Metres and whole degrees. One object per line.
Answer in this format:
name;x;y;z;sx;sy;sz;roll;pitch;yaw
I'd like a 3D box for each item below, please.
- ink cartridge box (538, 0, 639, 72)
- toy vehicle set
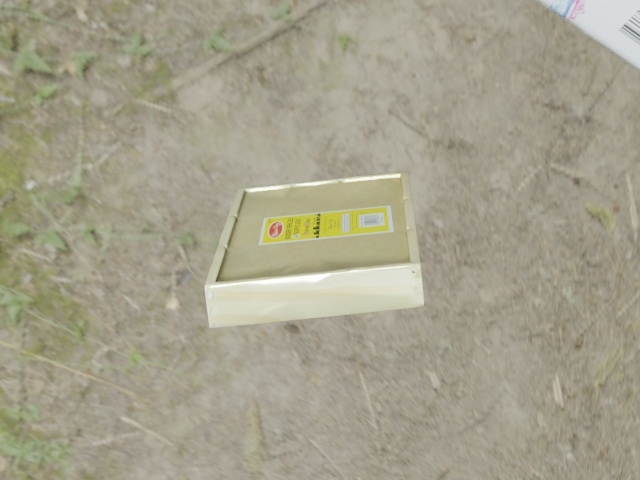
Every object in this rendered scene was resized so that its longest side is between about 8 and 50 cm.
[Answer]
ink cartridge box;0.244;-0.276;0.914;0.226;0.306;0.131;-48;26;27
toy vehicle set;0.000;0.000;1.039;0.166;0.267;0.035;-6;108;4
